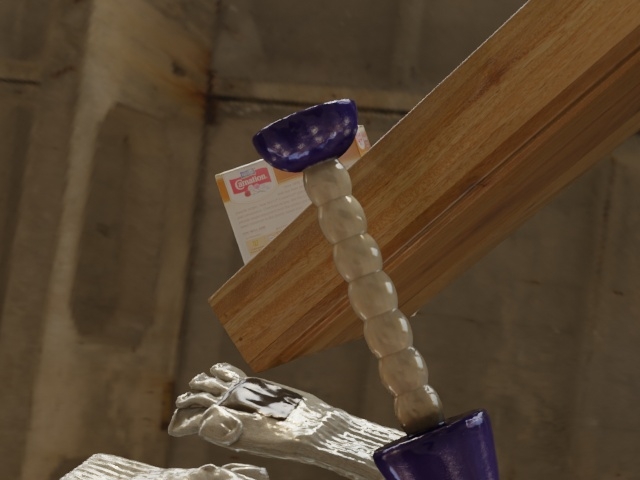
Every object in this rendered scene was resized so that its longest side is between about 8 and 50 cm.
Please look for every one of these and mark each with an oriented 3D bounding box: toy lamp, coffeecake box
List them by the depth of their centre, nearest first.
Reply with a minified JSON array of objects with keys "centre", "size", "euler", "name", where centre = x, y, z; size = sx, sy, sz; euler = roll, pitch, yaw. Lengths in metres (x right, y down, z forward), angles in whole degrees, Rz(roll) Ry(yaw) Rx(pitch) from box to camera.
[{"centre":[0.041,0.050,0.866],"size":[0.080,0.080,0.275],"euler":[-21,-95,15],"name":"toy lamp"},{"centre":[0.000,0.000,1.341],"size":[0.142,0.068,0.185],"euler":[-18,-86,13],"name":"coffeecake box"}]

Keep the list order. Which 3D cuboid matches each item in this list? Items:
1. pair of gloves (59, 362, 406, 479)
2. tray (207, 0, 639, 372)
[{"centre":[-0.063,0.169,1.075],"size":[0.204,0.240,0.042],"euler":[15,-65,30],"name":"pair of gloves"},{"centre":[0.122,-0.059,0.981],"size":[0.411,0.203,0.076],"euler":[-43,-106,30],"name":"tray"}]
